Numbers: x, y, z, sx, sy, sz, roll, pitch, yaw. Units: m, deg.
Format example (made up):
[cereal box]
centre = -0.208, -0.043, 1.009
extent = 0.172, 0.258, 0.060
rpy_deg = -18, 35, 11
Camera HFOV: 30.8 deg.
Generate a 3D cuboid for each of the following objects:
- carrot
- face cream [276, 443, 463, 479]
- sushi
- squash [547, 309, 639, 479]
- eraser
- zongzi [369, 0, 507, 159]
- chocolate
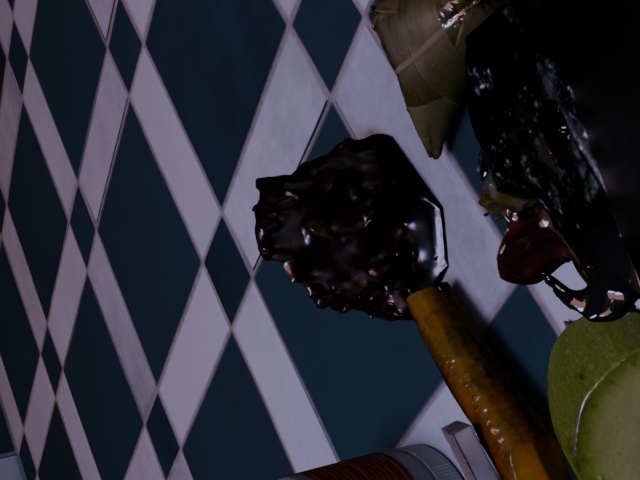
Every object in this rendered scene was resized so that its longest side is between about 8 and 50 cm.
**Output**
[carrot]
centre = 0.164, 0.147, 1.164
extent = 0.260, 0.070, 0.070
rpy_deg = 60, 145, 38
[face cream]
centre = 0.053, 0.343, 1.291
extent = 0.201, 0.187, 0.201
rpy_deg = 27, 121, 57
[sushi]
centre = 0.220, -0.052, 0.826
extent = 0.212, 0.227, 0.215
rpy_deg = -34, 68, 59
[squash]
centre = 0.234, 0.154, 1.011
extent = 0.184, 0.085, 0.192
rpy_deg = 21, 115, 57
[eraser]
centre = 0.167, 0.252, 1.154
extent = 0.150, 0.023, 0.104
rpy_deg = 63, 176, 5
[zongzi]
centre = 0.131, -0.168, 1.125
extent = 0.160, 0.078, 0.176
rpy_deg = -1, 107, 61
[chocolate]
centre = 0.000, 0.000, 1.303
extent = 0.224, 0.177, 0.206
rpy_deg = 60, 145, 36
